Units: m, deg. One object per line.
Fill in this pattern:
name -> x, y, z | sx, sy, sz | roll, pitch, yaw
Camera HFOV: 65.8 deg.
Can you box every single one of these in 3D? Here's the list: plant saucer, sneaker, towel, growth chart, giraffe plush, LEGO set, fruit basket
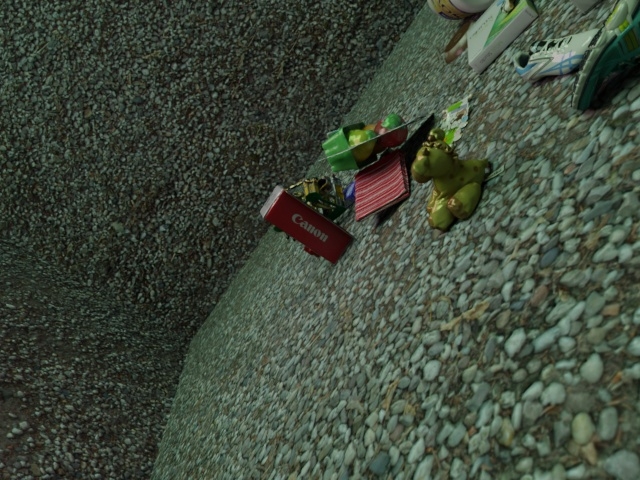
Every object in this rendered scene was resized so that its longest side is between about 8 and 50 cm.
plant saucer -> 0.556, -0.798, 1.964 | 0.198, 0.036, 0.198 | -52, 13, 18
sneaker -> 0.572, -0.728, 1.522 | 0.037, 0.032, 0.083 | -41, 20, 45
sneaker -> 0.536, -0.344, 0.859 | 0.107, 0.110, 0.275 | -46, -16, -49
towel -> 0.196, -0.187, 1.638 | 0.199, 0.031, 0.275 | -29, 32, 24
growth chart -> 0.397, -0.346, 1.515 | 0.172, 0.021, 0.237 | -26, 33, 62
sneaker -> 0.524, -0.418, 1.109 | 0.085, 0.086, 0.237 | -57, 15, -8
giraffe plush -> 0.283, -0.153, 1.144 | 0.210, 0.170, 0.181 | -47, 16, 34
LEGO set -> -0.055, -0.166, 2.032 | 0.331, 0.255, 0.192 | -48, 42, 41
fruit basket -> 0.194, -0.372, 1.724 | 0.353, 0.165, 0.327 | -26, 5, 30

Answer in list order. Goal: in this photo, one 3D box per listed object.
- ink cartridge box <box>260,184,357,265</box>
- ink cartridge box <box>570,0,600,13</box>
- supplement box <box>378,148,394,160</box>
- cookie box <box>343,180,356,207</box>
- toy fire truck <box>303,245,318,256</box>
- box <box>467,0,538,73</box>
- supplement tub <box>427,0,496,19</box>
ink cartridge box -> -0.049, -0.054, 1.760 | 0.130, 0.309, 0.272 | -56, 13, 2
ink cartridge box -> 0.619, -0.716, 1.197 | 0.117, 0.207, 0.283 | -41, 20, 51
supplement box -> 0.250, -0.303, 1.865 | 0.055, 0.043, 0.083 | -44, 18, 43
cookie box -> 0.124, -0.188, 2.040 | 0.107, 0.040, 0.092 | -38, 24, 53
toy fire truck -> 0.000, 0.000, 2.025 | 0.192, 0.047, 0.135 | -50, 14, 22
box -> 0.582, -0.704, 1.614 | 0.232, 0.058, 0.322 | -45, 19, 38
supplement tub -> 0.574, -1.028, 1.995 | 0.241, 0.241, 0.331 | -54, 14, 11
